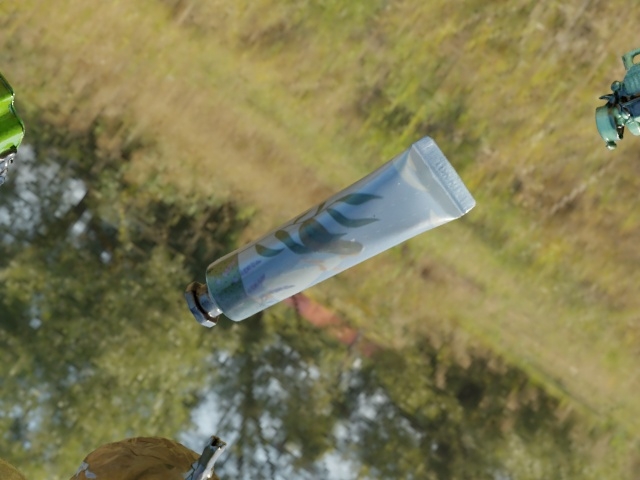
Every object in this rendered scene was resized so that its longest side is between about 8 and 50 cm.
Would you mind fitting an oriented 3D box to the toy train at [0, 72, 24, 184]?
[{"bbox_3d":[-0.473,-0.131,1.383,0.249,0.173,0.307,51,142,5],"label":"toy train"}]

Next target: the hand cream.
[{"bbox_3d":[0.000,0.000,1.087,0.091,0.271,0.058,52,-160,-32],"label":"hand cream"}]

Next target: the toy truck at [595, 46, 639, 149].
[{"bbox_3d":[0.274,-0.116,0.971,0.080,0.078,0.154,-20,167,34],"label":"toy truck"}]

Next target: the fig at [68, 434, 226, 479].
[{"bbox_3d":[-0.223,0.389,1.759,0.286,0.286,0.369,35,136,-5],"label":"fig"}]

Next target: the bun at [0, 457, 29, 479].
[{"bbox_3d":[-0.399,0.316,1.253,0.145,0.229,0.229,35,177,-33],"label":"bun"}]
